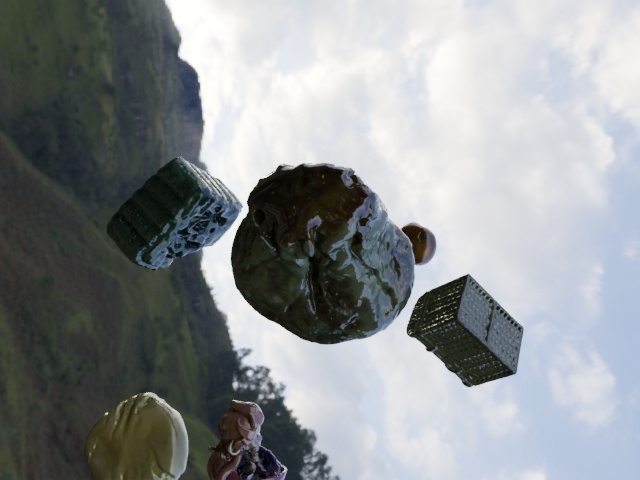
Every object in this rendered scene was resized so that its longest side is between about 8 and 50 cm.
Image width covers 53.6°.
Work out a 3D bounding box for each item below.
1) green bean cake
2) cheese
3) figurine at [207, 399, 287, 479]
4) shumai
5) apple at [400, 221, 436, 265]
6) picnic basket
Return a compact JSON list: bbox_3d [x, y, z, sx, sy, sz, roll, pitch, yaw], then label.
[{"bbox_3d":[-0.397,-0.055,1.793,0.300,0.308,0.169,-45,-109,6],"label":"green bean cake"},{"bbox_3d":[-0.396,0.457,1.391,0.226,0.214,0.117,59,-2,24],"label":"cheese"},{"bbox_3d":[-0.126,0.328,0.987,0.126,0.114,0.157,-84,156,-70],"label":"figurine"},{"bbox_3d":[0.000,0.000,1.243,0.397,0.324,0.323,21,-24,11],"label":"shumai"},{"bbox_3d":[0.239,0.006,1.592,0.102,0.099,0.114,-64,-163,-4],"label":"apple"},{"bbox_3d":[0.301,0.196,1.337,0.196,0.134,0.154,41,-43,-18],"label":"picnic basket"}]
